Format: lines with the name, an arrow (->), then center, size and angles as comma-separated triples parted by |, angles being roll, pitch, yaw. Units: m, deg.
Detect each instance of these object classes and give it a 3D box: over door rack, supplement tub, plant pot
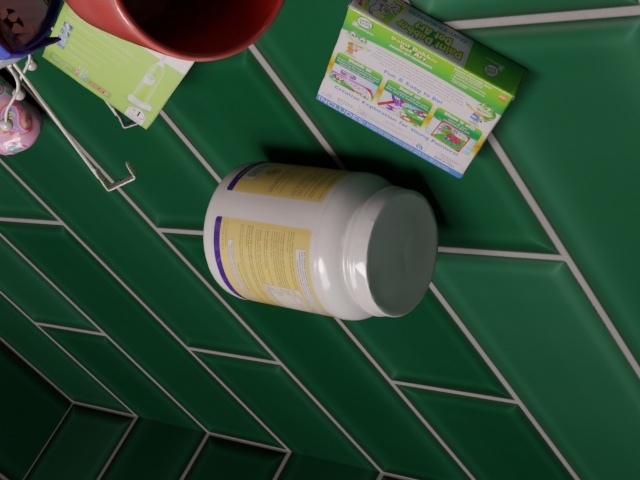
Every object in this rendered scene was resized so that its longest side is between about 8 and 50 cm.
over door rack -> -0.437, -0.238, 2.076 | 0.108, 0.239, 0.324 | -35, 117, 21
supplement tub -> 0.000, 0.000, 2.053 | 0.331, 0.241, 0.241 | 9, 147, 37
plant pot -> -0.211, -0.367, 1.614 | 0.243, 0.275, 0.275 | 12, 151, 53

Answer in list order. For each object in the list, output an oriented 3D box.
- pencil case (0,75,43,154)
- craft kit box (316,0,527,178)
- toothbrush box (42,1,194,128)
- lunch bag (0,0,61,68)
pencil case -> -0.650, -0.285, 2.359 | 0.124, 0.124, 0.284 | 5, 145, 42
craft kit box -> 0.131, -0.216, 1.743 | 0.250, 0.061, 0.246 | 29, 157, 1
toothbrush box -> -0.285, -0.319, 1.913 | 0.206, 0.122, 0.283 | 35, 155, -9
lunch bag -> -0.537, -0.328, 1.743 | 0.328, 0.385, 0.239 | -20, 134, 18
